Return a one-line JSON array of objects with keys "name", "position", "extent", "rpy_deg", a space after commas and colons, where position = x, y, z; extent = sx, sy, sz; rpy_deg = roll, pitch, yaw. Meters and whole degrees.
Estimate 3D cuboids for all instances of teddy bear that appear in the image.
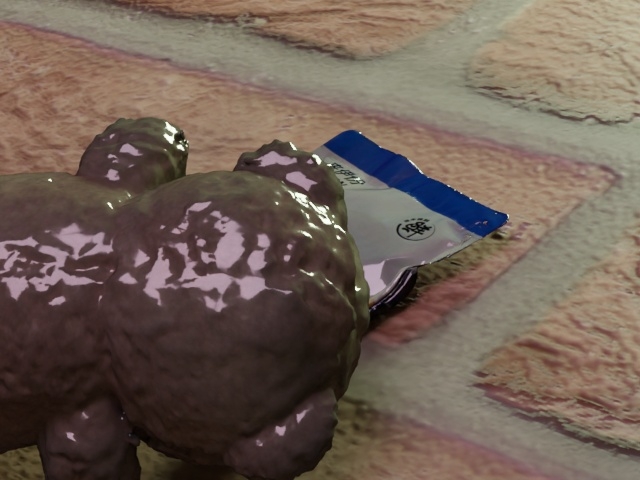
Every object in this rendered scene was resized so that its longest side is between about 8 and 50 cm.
[{"name": "teddy bear", "position": [-0.106, 0.038, 1.039], "extent": [0.267, 0.151, 0.236], "rpy_deg": [-1, 68, 6]}]

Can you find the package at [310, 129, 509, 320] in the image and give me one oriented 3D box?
[{"name": "package", "position": [0.000, 0.000, 1.183], "extent": [0.173, 0.027, 0.171], "rpy_deg": [-34, 36, -20]}]
